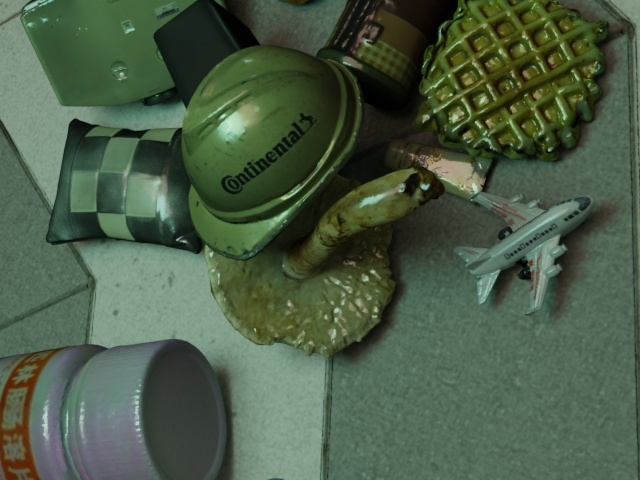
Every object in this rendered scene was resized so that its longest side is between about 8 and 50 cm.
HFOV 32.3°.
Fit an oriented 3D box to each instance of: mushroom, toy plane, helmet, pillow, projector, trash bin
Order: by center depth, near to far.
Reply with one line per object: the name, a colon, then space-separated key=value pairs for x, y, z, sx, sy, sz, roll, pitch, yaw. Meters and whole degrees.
helmet: x=-0.086 y=-0.120 z=1.209 sx=0.257 sy=0.137 sz=0.204 roll=-51 pitch=49 yaw=3
toy plane: x=0.238 y=-0.001 z=1.263 sx=0.171 sy=0.065 sz=0.162 roll=-29 pitch=64 yaw=15
mushroom: x=-0.010 y=-0.020 z=1.277 sx=0.233 sy=0.301 sz=0.208 roll=-7 pitch=50 yaw=-16
trash bin: x=-0.100 y=-0.179 z=1.411 sx=0.115 sy=0.165 sz=0.225 roll=-33 pitch=72 yaw=14
pillow: x=-0.255 y=-0.075 z=1.514 sx=0.250 sy=0.106 sz=0.186 roll=5 pitch=78 yaw=24
projector: x=-0.256 y=-0.288 z=1.540 sx=0.270 sy=0.088 sz=0.193 roll=-19 pitch=111 yaw=5

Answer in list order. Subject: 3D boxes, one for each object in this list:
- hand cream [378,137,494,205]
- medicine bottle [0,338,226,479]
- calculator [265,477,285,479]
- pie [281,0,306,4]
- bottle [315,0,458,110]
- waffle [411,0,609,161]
hand cream: x=0.138 y=-0.090 z=1.359 sx=0.143 sy=0.039 sz=0.061 roll=18 pitch=82 yaw=25
medicine bottle: x=-0.330 y=0.246 z=1.394 sx=0.388 sy=0.219 sz=0.219 roll=-10 pitch=71 yaw=25
calculator: x=-0.001 y=0.389 z=1.141 sx=0.188 sy=0.042 sz=0.302 roll=-35 pitch=72 yaw=3
pie: x=-0.047 y=-0.392 z=1.542 sx=0.088 sy=0.033 sz=0.191 roll=-39 pitch=54 yaw=25
bottle: x=0.108 y=-0.304 z=1.376 sx=0.156 sy=0.143 sz=0.271 roll=27 pitch=87 yaw=-4
waffle: x=0.225 y=-0.194 z=1.310 sx=0.214 sy=0.054 sz=0.207 roll=18 pitch=82 yaw=11
